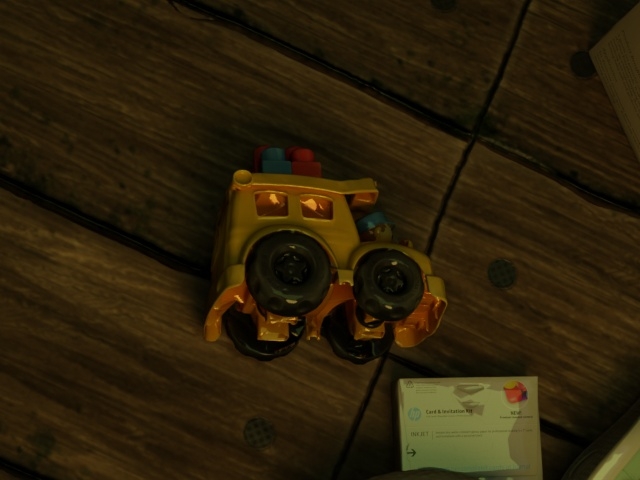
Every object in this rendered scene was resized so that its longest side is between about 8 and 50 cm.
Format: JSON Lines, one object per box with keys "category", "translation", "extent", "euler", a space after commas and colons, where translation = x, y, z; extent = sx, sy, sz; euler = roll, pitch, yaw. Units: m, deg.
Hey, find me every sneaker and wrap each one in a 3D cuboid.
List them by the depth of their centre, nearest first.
{"category": "sneaker", "translation": [0.345, 0.233, 1.432], "extent": [0.256, 0.094, 0.151], "euler": [-38, 88, -26]}

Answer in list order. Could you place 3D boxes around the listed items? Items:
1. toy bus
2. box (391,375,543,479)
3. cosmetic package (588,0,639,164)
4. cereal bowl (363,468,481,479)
{"category": "toy bus", "translation": [0.000, 0.000, 1.413], "extent": [0.220, 0.149, 0.211], "euler": [5, 62, -12]}
{"category": "box", "translation": [0.145, 0.228, 1.436], "extent": [0.145, 0.038, 0.186], "euler": [0, 80, -11]}
{"category": "cosmetic package", "translation": [0.413, -0.179, 1.400], "extent": [0.155, 0.365, 0.197], "euler": [-21, 84, -14]}
{"category": "cereal bowl", "translation": [0.108, 0.382, 1.320], "extent": [0.339, 0.141, 0.339], "euler": [0, 88, -11]}
